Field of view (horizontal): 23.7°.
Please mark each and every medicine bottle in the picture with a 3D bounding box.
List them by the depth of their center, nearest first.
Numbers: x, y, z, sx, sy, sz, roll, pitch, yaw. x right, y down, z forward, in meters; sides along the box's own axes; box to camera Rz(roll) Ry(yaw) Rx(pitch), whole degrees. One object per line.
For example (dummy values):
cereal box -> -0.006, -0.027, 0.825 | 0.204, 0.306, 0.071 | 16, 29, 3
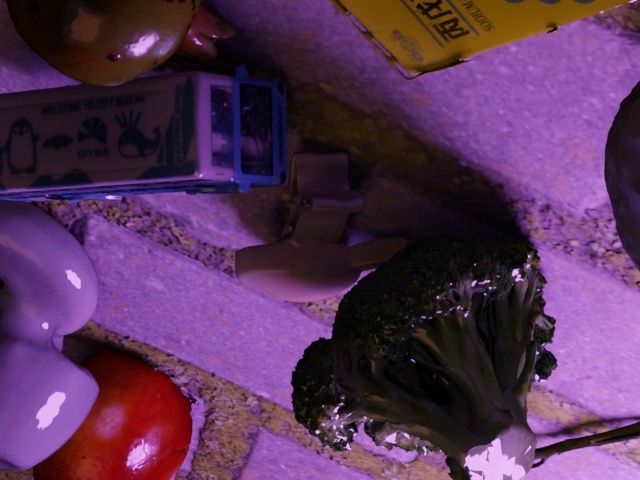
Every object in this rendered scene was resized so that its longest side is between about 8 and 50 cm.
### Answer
medicine bottle -> 0.116, -0.222, 0.964 | 0.250, 0.141, 0.137 | -15, 134, 45

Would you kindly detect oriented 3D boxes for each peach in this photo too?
peach -> -0.248, 0.232, 1.851 | 0.196, 0.226, 0.190 | 10, -159, -44

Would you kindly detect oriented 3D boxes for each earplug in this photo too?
earplug -> -0.345, 0.094, 1.670 | 0.214, 0.175, 0.326 | 7, 111, 28

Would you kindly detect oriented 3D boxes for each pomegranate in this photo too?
pomegranate -> -0.151, -0.195, 1.183 | 0.159, 0.159, 0.205 | -4, 162, 37

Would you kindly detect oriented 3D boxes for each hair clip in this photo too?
hair clip -> 0.003, 0.002, 1.423 | 0.159, 0.071, 0.218 | 5, 151, -9

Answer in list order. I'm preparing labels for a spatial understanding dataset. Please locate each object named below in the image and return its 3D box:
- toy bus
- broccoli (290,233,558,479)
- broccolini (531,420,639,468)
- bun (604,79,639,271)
toy bus -> -0.180, -0.087, 1.327 | 0.297, 0.106, 0.131 | -3, 178, 32
broccoli -> 0.105, 0.114, 1.341 | 0.241, 0.261, 0.269 | 51, 169, 46
broccolini -> 0.255, 0.217, 1.589 | 0.218, 0.044, 0.042 | -22, 110, 42
bun -> 0.357, -0.033, 1.002 | 0.361, 0.211, 0.362 | 16, 144, 12
